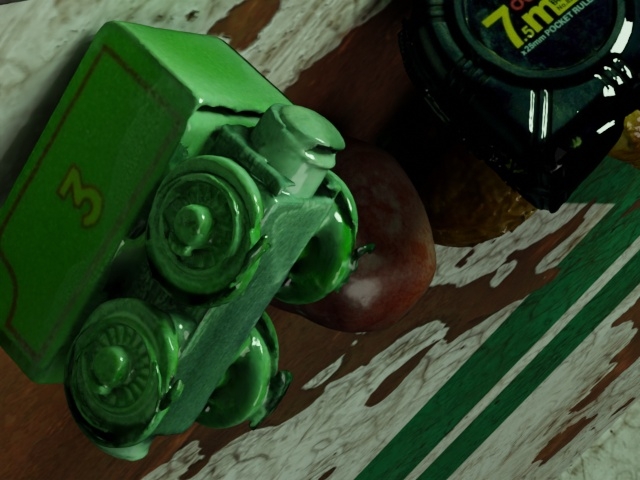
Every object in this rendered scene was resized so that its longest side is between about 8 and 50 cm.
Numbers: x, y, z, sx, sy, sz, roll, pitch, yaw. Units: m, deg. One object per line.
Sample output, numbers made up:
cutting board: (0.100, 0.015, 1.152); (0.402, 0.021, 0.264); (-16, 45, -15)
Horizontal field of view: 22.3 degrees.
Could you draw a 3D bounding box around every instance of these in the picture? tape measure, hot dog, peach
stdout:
tape measure: (0.155, -0.140, 1.115); (0.199, 0.186, 0.112); (-39, 164, -14)
hot dog: (0.135, -0.088, 1.270); (0.227, 0.099, 0.160); (-47, -157, 38)
peach: (0.000, 0.000, 1.203); (0.152, 0.152, 0.152); (-34, 158, -16)

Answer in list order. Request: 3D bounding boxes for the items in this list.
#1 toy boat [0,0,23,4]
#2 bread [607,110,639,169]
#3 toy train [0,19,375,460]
toy boat: (-0.127, -0.164, 0.727); (0.227, 0.085, 0.155); (-17, 150, -46)
bread: (0.348, -0.132, 1.429); (0.185, 0.109, 0.380); (-41, 156, 20)
toy train: (-0.092, 0.003, 0.953); (0.132, 0.188, 0.243); (1, 126, -55)
